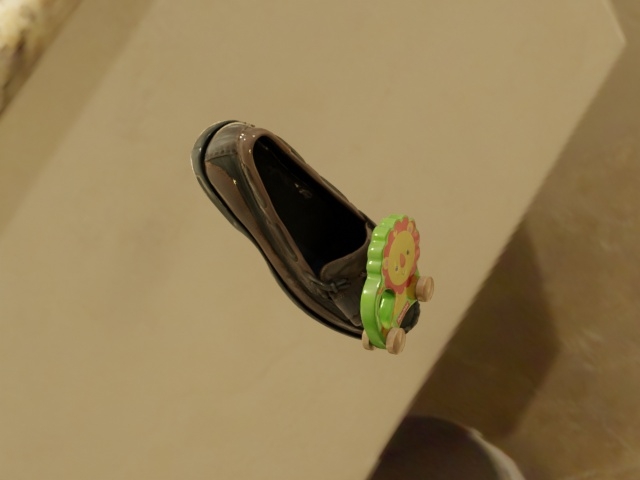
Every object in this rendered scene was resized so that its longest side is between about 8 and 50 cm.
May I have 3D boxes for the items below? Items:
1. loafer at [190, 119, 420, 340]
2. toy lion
[{"bbox_3d":[0.000,0.000,1.069,0.096,0.267,0.084,-56,25,-20],"label":"loafer"},{"bbox_3d":[0.060,0.032,1.044,0.034,0.096,0.100,8,48,30],"label":"toy lion"}]
